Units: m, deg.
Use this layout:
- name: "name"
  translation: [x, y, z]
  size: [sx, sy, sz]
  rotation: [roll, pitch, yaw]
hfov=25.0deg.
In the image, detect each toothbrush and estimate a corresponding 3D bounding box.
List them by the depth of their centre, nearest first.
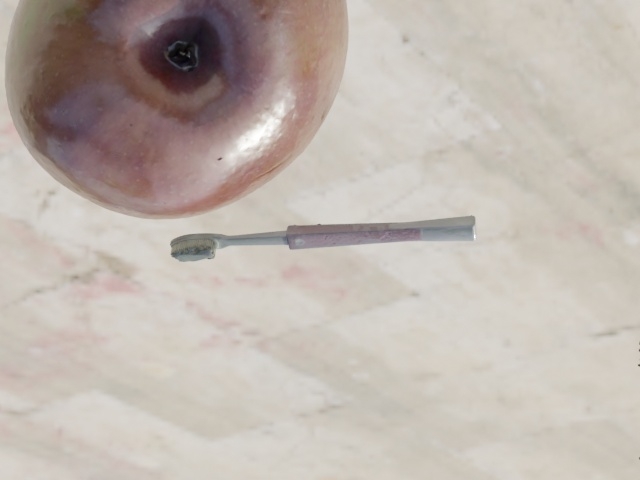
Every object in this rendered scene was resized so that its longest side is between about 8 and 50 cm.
- name: "toothbrush"
  translation: [0.000, -0.001, 0.906]
  size: [0.194, 0.017, 0.014]
  rotation: [-5, 129, 6]

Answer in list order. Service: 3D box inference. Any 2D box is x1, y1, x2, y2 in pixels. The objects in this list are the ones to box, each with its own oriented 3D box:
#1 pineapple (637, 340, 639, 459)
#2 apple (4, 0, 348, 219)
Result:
- name: "pineapple"
  translation: [0.256, 0.118, 1.033]
  size: [0.058, 0.058, 0.124]
  rotation: [-3, 112, 7]
- name: "apple"
  translation: [-0.121, -0.165, 1.223]
  size: [0.306, 0.305, 0.235]
  rotation: [5, -177, -7]
